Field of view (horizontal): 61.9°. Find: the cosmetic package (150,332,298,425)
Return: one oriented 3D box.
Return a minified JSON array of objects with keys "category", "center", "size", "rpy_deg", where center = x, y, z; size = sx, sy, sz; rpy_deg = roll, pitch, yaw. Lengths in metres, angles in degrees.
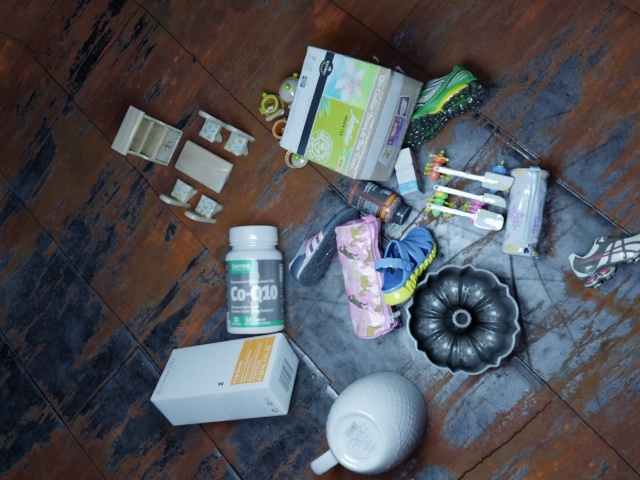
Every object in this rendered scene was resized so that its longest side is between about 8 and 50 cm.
[{"category":"cosmetic package","center":[-0.325,0.481,1.846],"size":[0.453,0.230,0.161],"rpy_deg":[-13,126,19]}]

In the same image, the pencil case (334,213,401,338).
[{"category":"pencil case","center":[0.151,0.114,1.720],"size":[0.167,0.160,0.386],"rpy_deg":[-12,90,17]}]

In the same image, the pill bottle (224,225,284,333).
[{"category":"pill bottle","center":[-0.230,0.136,1.864],"size":[0.204,0.204,0.361],"rpy_deg":[-4,85,21]}]

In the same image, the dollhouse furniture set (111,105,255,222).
[{"category":"dollhouse furniture set","center":[-0.518,-0.316,1.976],"size":[0.394,0.256,0.362],"rpy_deg":[30,97,20]}]

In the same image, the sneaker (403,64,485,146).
[{"category":"sneaker","center":[0.356,-0.430,1.737],"size":[0.343,0.134,0.146],"rpy_deg":[-30,52,20]}]

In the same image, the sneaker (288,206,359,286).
[{"category":"sneaker","center":[0.000,0.000,1.844],"size":[0.319,0.112,0.131],"rpy_deg":[-51,41,-1]}]

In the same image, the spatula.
[{"category":"spatula","center":[0.451,-0.136,1.642],"size":[0.242,0.019,0.168],"rpy_deg":[16,106,22]}]

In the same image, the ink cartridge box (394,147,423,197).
[{"category":"ink cartridge box","center":[0.283,-0.235,1.746],"size":[0.060,0.104,0.180],"rpy_deg":[-14,82,20]}]

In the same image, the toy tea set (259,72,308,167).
[{"category":"toy tea set","center":[-0.103,-0.422,1.894],"size":[0.200,0.124,0.336],"rpy_deg":[-28,77,17]}]

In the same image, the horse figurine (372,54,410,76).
[{"category":"horse figurine","center":[0.161,-0.516,1.833],"size":[0.263,0.066,0.174],"rpy_deg":[-43,68,12]}]

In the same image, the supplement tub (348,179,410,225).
[{"category":"supplement tub","center":[0.197,-0.122,1.771],"size":[0.198,0.106,0.106],"rpy_deg":[30,97,20]}]

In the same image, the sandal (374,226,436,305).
[{"category":"sandal","center":[0.258,0.048,1.642],"size":[0.126,0.317,0.138],"rpy_deg":[-19,115,40]}]

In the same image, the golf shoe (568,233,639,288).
[{"category":"golf shoe","center":[0.848,0.023,1.517],"size":[0.273,0.105,0.120],"rpy_deg":[-36,68,15]}]

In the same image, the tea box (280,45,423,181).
[{"category":"tea box","center":[0.093,-0.393,1.675],"size":[0.323,0.220,0.329],"rpy_deg":[27,109,32]}]

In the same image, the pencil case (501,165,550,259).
[{"category":"pencil case","center":[0.614,-0.081,1.600],"size":[0.113,0.124,0.273],"rpy_deg":[7,88,21]}]

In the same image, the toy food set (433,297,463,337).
[{"category":"toy food set","center":[0.380,0.256,1.711],"size":[0.192,0.038,0.132],"rpy_deg":[-15,81,19]}]

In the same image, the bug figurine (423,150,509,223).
[{"category":"bug figurine","center":[0.452,-0.167,1.695],"size":[0.279,0.072,0.216],"rpy_deg":[14,92,21]}]

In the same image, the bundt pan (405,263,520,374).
[{"category":"bundt pan","center":[0.426,0.241,1.626],"size":[0.331,0.124,0.331],"rpy_deg":[-2,78,9]}]

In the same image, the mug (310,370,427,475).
[{"category":"mug","center":[0.125,0.591,1.632],"size":[0.374,0.328,0.276],"rpy_deg":[-42,73,14]}]
